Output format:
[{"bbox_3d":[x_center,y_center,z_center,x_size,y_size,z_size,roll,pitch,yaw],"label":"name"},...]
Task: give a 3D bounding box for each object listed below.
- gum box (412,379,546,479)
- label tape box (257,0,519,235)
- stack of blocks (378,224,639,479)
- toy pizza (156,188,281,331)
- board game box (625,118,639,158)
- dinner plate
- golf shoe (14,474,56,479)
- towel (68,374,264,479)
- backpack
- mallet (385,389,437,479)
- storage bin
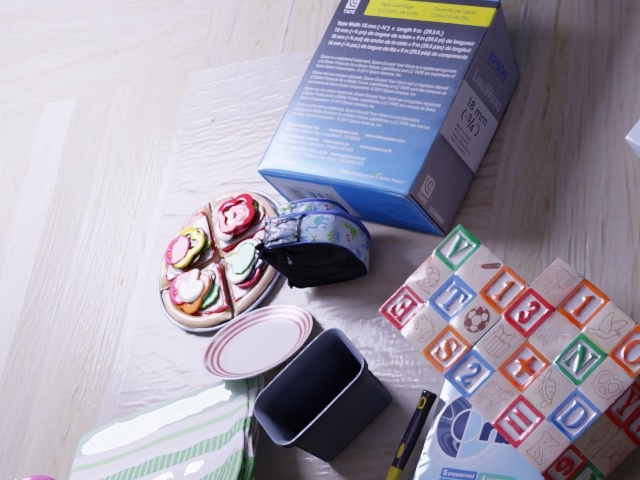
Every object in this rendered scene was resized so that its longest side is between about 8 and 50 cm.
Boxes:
[{"bbox_3d":[0.188,0.203,1.851,0.157,0.041,0.184,4,63,38],"label":"gum box"},{"bbox_3d":[0.102,-0.187,2.125,0.240,0.106,0.334,12,69,40],"label":"label tape box"},{"bbox_3d":[0.214,0.107,1.805,0.171,0.087,0.297,-46,46,0],"label":"stack of blocks"},{"bbox_3d":[-0.128,0.019,2.213,0.201,0.032,0.201,-19,52,26],"label":"toy pizza"},{"bbox_3d":[0.526,-0.152,1.814,0.318,0.066,0.318,-52,45,-3],"label":"board game box"},{"bbox_3d":[-0.073,0.123,2.089,0.141,0.017,0.141,-19,30,11],"label":"dinner plate"},{"bbox_3d":[-0.399,0.416,2.118,0.306,0.115,0.140,-49,55,9],"label":"golf shoe"},{"bbox_3d":[-0.180,0.257,1.964,0.247,0.038,0.325,-22,21,9],"label":"towel"},{"bbox_3d":[0.000,0.000,2.081,0.114,0.105,0.084,-5,60,28],"label":"backpack"},{"bbox_3d":[0.072,0.247,1.896,0.062,0.039,0.190,10,77,45],"label":"mallet"},{"bbox_3d":[0.006,0.176,1.970,0.135,0.091,0.098,-44,45,3],"label":"storage bin"}]
